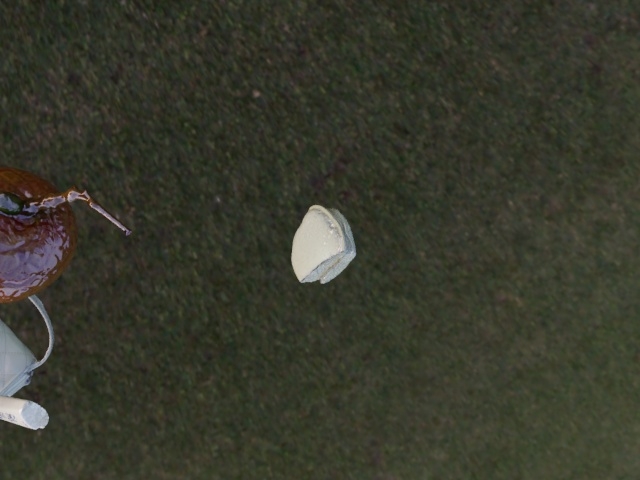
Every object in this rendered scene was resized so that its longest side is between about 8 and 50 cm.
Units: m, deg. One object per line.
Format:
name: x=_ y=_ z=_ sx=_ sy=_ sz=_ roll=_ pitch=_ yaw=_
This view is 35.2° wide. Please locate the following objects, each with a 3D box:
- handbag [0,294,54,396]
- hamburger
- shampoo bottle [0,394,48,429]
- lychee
handbag: x=-0.541 y=0.132 z=1.538 sx=0.219 sy=0.079 sz=0.256 roll=-42 pitch=97 yaw=2
hamburger: x=0.003 y=-0.001 z=1.325 sx=0.054 sy=0.084 sz=0.121 roll=-4 pitch=159 yaw=-27
shampoo bottle: x=-0.446 y=0.240 z=1.437 sx=0.049 sy=0.141 sz=0.034 roll=42 pitch=60 yaw=-41
lychee: x=-0.225 y=-0.010 z=0.745 sx=0.114 sy=0.101 sz=0.140 roll=33 pitch=111 yaw=-25
